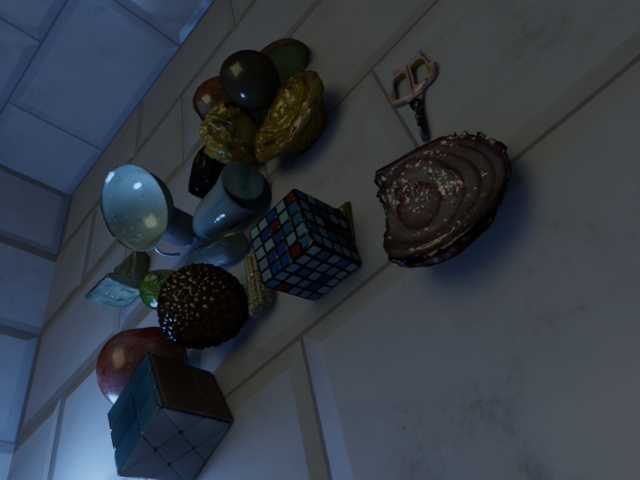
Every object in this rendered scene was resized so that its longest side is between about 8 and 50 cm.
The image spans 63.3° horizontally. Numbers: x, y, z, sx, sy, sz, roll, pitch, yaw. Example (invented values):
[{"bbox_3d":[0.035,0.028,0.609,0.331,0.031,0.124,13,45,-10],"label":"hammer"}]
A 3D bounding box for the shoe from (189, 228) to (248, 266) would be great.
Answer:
[{"bbox_3d":[-0.329,0.024,1.735,0.251,0.103,0.100,-20,15,29],"label":"shoe"}]

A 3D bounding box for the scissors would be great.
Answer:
[{"bbox_3d":[0.247,-0.371,1.346,0.160,0.024,0.317,-33,44,33],"label":"scissors"}]

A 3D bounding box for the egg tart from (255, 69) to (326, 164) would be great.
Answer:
[{"bbox_3d":[-0.085,-0.385,1.675,0.341,0.129,0.341,-32,44,37],"label":"egg tart"}]

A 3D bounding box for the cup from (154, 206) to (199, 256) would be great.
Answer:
[{"bbox_3d":[-0.543,-0.028,1.979,0.134,0.142,0.173,-17,54,43],"label":"cup"}]

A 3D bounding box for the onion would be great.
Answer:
[{"bbox_3d":[0.258,-0.067,1.042,0.280,0.146,0.314,-20,41,25],"label":"onion"}]

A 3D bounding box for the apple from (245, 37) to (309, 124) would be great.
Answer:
[{"bbox_3d":[-0.186,-0.613,1.957,0.179,0.254,0.346,41,105,11],"label":"apple"}]

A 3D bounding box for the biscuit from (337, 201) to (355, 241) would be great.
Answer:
[{"bbox_3d":[0.000,0.000,1.406,0.231,0.016,0.139,-34,45,33],"label":"biscuit"}]

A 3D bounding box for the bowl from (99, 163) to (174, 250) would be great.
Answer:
[{"bbox_3d":[-0.627,-0.129,1.874,0.313,0.313,0.146,-39,-3,28],"label":"bowl"}]

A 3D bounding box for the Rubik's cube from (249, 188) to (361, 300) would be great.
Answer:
[{"bbox_3d":[-0.039,0.016,1.281,0.184,0.187,0.182,-40,49,25],"label":"Rubik's cube"}]

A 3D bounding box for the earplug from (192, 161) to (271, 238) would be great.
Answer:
[{"bbox_3d":[-0.331,-0.102,1.770,0.324,0.185,0.185,-38,41,41],"label":"earplug"}]

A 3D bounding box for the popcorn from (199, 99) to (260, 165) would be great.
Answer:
[{"bbox_3d":[-0.318,-0.380,1.855,0.190,0.250,0.250,-45,35,50],"label":"popcorn"}]

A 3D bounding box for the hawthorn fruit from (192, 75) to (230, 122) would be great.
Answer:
[{"bbox_3d":[-0.378,-0.536,2.079,0.235,0.263,0.231,-26,86,54],"label":"hawthorn fruit"}]

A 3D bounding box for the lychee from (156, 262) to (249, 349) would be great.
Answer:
[{"bbox_3d":[-0.329,0.193,1.492,0.267,0.267,0.267,-30,46,36],"label":"lychee"}]

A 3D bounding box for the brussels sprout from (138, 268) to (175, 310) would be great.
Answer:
[{"bbox_3d":[-0.551,0.179,1.841,0.181,0.144,0.161,19,113,17],"label":"brussels sprout"}]

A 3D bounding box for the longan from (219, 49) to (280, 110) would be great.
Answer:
[{"bbox_3d":[-0.237,-0.543,1.769,0.198,0.212,0.198,-34,19,13],"label":"longan"}]

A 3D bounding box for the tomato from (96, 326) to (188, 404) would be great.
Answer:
[{"bbox_3d":[-0.536,0.399,1.578,0.270,0.270,0.227,-47,44,19],"label":"tomato"}]

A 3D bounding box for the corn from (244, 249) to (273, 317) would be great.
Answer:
[{"bbox_3d":[-0.171,0.118,1.484,0.087,0.087,0.210,-38,45,28],"label":"corn"}]

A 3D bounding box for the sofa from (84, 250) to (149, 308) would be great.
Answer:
[{"bbox_3d":[-0.863,0.150,2.221,0.210,0.176,0.225,-35,43,32],"label":"sofa"}]

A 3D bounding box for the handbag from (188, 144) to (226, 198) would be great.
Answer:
[{"bbox_3d":[-0.412,-0.270,1.972,0.169,0.155,0.215,-27,48,50],"label":"handbag"}]

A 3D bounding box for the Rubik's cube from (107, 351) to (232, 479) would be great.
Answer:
[{"bbox_3d":[-0.412,0.480,1.407,0.231,0.221,0.225,-56,36,7],"label":"Rubik's cube"}]
